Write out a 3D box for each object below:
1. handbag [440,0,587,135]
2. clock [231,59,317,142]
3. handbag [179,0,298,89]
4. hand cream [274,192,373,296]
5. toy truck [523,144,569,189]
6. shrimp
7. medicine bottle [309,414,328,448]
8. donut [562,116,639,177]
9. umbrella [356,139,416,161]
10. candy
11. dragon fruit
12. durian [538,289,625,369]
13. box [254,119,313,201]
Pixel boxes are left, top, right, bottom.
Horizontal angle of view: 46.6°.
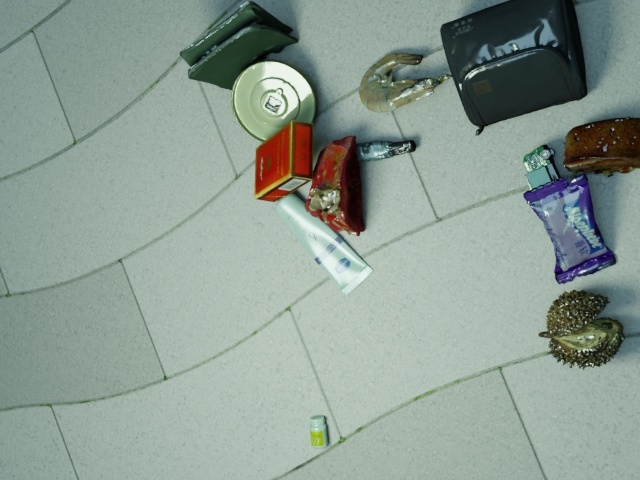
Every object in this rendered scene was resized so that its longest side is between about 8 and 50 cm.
[{"bbox_3d":[0.441,-0.405,1.704,0.301,0.178,0.275,-12,90,25],"label":"handbag"},{"bbox_3d":[-0.126,-0.368,1.998,0.234,0.029,0.235,5,117,9],"label":"clock"},{"bbox_3d":[-0.210,-0.501,1.948,0.247,0.260,0.079,-29,82,21],"label":"handbag"},{"bbox_3d":[0.000,0.000,2.028,0.321,0.067,0.109,47,111,5],"label":"hand cream"},{"bbox_3d":[0.532,-0.149,1.753,0.079,0.065,0.147,-22,88,28],"label":"toy truck"},{"bbox_3d":[0.211,-0.410,1.876,0.254,0.059,0.145,-19,73,32],"label":"shrimp"},{"bbox_3d":[-0.006,0.536,2.081,0.047,0.047,0.083,-4,95,25],"label":"medicine bottle"},{"bbox_3d":[0.658,-0.211,1.656,0.186,0.144,0.126,-15,67,50],"label":"donut"},{"bbox_3d":[0.127,-0.232,1.936,0.250,0.053,0.052,-4,104,24],"label":"umbrella"},{"bbox_3d":[0.576,-0.024,1.714,0.145,0.070,0.275,-20,114,18],"label":"candy"},{"bbox_3d":[0.021,-0.123,1.886,0.134,0.211,0.262,0,106,16],"label":"dragon fruit"},{"bbox_3d":[0.592,0.207,1.717,0.196,0.167,0.196,7,101,41],"label":"durian"},{"bbox_3d":[-0.098,-0.202,1.945,0.239,0.074,0.153,-22,68,60],"label":"box"}]
